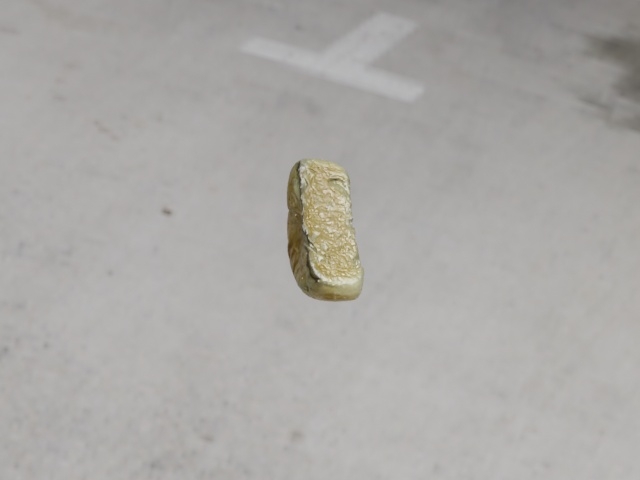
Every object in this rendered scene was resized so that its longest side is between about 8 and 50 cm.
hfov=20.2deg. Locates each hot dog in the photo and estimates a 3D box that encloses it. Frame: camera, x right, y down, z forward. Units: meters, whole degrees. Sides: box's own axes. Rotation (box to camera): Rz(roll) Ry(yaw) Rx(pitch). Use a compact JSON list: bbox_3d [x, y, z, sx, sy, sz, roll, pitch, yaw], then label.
[{"bbox_3d":[0.000,0.000,0.891,0.030,0.034,0.090,8,45,-17],"label":"hot dog"}]
